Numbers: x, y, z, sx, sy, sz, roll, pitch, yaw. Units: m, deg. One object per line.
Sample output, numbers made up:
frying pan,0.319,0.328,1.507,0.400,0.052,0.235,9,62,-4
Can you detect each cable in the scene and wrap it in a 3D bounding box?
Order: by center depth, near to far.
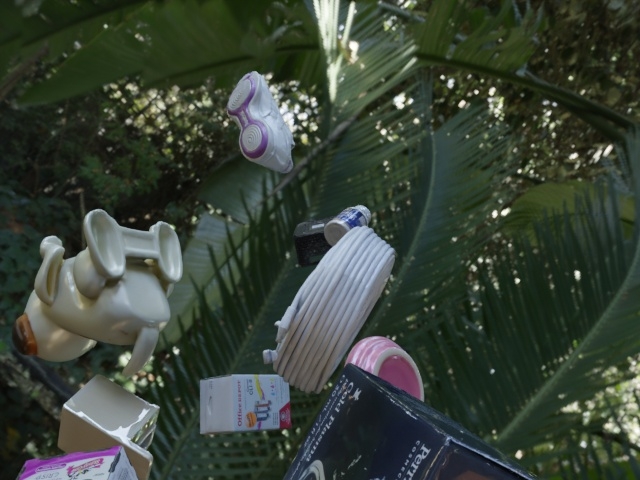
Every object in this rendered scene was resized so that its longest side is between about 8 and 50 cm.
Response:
cable,0.024,0.100,0.874,0.089,0.257,0.257,30,-14,11

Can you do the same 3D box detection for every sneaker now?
sneaker,-0.144,-0.288,1.484,0.152,0.114,0.305,28,39,-47

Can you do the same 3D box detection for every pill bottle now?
pill bottle,0.064,-0.034,1.319,0.067,0.120,0.067,15,-59,26

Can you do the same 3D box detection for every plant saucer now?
plant saucer,0.199,0.443,1.743,0.084,0.332,0.332,-18,-55,40

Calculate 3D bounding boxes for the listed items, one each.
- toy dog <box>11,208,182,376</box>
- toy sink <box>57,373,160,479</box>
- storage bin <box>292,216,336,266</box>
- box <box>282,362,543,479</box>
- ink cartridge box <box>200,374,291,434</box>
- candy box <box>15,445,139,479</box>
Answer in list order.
toy dog,-0.554,0.159,1.468,0.284,0.408,0.395,-4,71,-63
toy sink,-0.461,0.443,1.371,0.234,0.131,0.152,27,-57,9
storage bin,0.000,0.000,1.569,0.180,0.122,0.084,-81,159,-76
box,0.105,0.508,0.948,0.297,0.480,0.472,31,-7,-12
ink cartridge box,-0.177,0.384,1.396,0.127,0.128,0.176,-20,-23,41
candy box,-0.342,0.431,0.906,0.071,0.159,0.233,-87,163,-63
